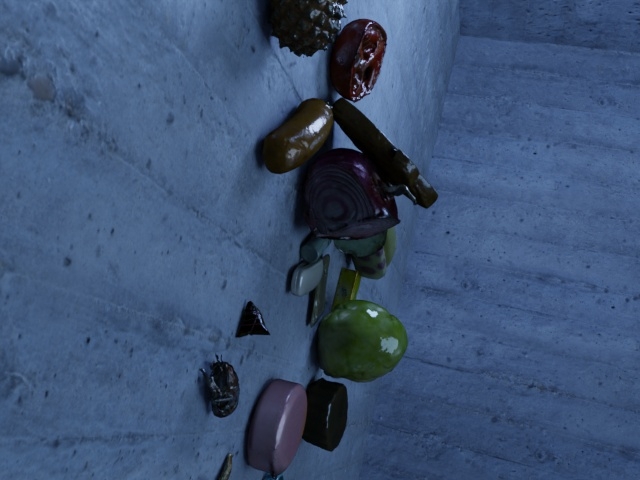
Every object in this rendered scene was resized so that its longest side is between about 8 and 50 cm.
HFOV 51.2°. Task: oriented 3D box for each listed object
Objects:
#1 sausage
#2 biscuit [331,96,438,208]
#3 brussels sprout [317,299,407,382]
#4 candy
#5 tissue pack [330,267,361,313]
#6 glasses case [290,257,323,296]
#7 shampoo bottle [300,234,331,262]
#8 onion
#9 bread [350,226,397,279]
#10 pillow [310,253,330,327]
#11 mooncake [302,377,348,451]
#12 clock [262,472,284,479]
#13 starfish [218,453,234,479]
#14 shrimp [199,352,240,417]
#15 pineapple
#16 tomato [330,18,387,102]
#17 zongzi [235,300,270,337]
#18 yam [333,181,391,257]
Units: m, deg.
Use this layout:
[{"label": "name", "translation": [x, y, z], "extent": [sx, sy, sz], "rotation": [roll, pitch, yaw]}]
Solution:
[{"label": "sausage", "translation": [-0.047, -0.232, 1.488], "extent": [0.270, 0.109, 0.109], "rotation": [-53, 151, -51]}, {"label": "biscuit", "translation": [0.172, -0.226, 1.812], "extent": [0.070, 0.394, 0.350], "rotation": [-44, -162, 6]}, {"label": "brussels sprout", "translation": [0.121, 0.327, 2.181], "extent": [0.273, 0.317, 0.242], "rotation": [55, 25, -40]}, {"label": "candy", "translation": [-0.114, 0.497, 1.765], "extent": [0.255, 0.094, 0.255], "rotation": [11, 90, -74]}, {"label": "tissue pack", "translation": [0.092, 0.191, 2.335], "extent": [0.095, 0.062, 0.176], "rotation": [48, 56, -71]}, {"label": "glasses case", "translation": [-0.035, 0.098, 1.842], "extent": [0.204, 0.051, 0.081], "rotation": [-26, 127, -71]}, {"label": "shampoo bottle", "translation": [0.000, 0.000, 1.894], "extent": [0.195, 0.056, 0.056], "rotation": [-50, 148, -59]}, {"label": "onion", "translation": [0.079, -0.126, 1.758], "extent": [0.256, 0.272, 0.230], "rotation": [73, -2, -78]}, {"label": "bread", "translation": [0.170, -0.022, 2.291], "extent": [0.338, 0.155, 0.187], "rotation": [74, 38, -61]}, {"label": "pillow", "translation": [-0.001, 0.152, 2.032], "extent": [0.130, 0.033, 0.217], "rotation": [-43, 141, -63]}, {"label": "mooncake", "translation": [0.009, 0.572, 2.207], "extent": [0.228, 0.124, 0.228], "rotation": [9, 90, -69]}, {"label": "clock", "translation": [-0.140, 0.706, 1.914], "extent": [0.108, 0.045, 0.147], "rotation": [8, 92, -75]}, {"label": "starfish", "translation": [-0.248, 0.621, 1.477], "extent": [0.231, 0.048, 0.295], "rotation": [85, 22, -73]}, {"label": "shrimp", "translation": [-0.204, 0.296, 1.372], "extent": [0.073, 0.075, 0.190], "rotation": [-27, 142, -30]}, {"label": "pineapple", "translation": [-0.029, -0.446, 1.326], "extent": [0.193, 0.166, 0.166], "rotation": [108, 5, -51]}, {"label": "tomato", "translation": [0.090, -0.491, 1.799], "extent": [0.228, 0.101, 0.228], "rotation": [-52, 152, -43]}, {"label": "zongzi", "translation": [-0.160, 0.191, 1.495], "extent": [0.067, 0.073, 0.083], "rotation": [79, -13, -53]}, {"label": "yam", "translation": [0.129, -0.113, 2.003], "extent": [0.168, 0.168, 0.304], "rotation": [76, 19, -57]}]
